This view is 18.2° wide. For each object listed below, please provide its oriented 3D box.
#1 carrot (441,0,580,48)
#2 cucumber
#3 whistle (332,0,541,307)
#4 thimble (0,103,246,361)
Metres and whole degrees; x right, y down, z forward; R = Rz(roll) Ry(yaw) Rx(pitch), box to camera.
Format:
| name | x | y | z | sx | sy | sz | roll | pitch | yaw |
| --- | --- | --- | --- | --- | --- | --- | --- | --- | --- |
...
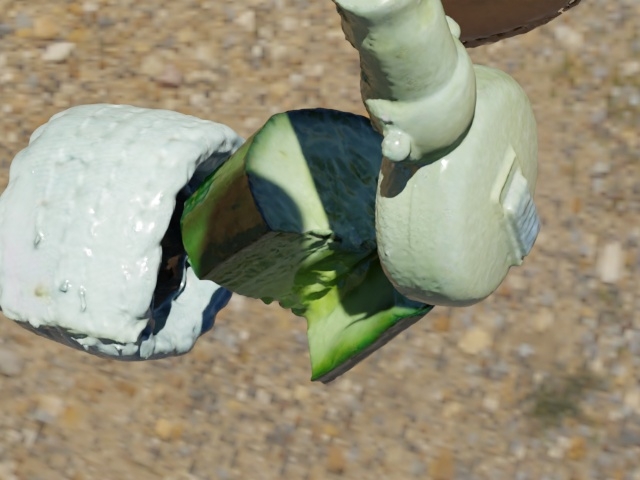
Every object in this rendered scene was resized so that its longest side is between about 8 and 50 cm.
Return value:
| name | x | y | z | sx | sy | sz | roll | pitch | yaw |
| --- | --- | --- | --- | --- | --- | --- | --- | --- | --- |
| carrot | 0.051 | -0.250 | 1.089 | 0.196 | 0.196 | 0.254 | 5 | 69 | -33 |
| cucumber | -0.002 | -0.008 | 1.512 | 0.191 | 0.130 | 0.191 | 32 | 36 | -26 |
| whistle | 0.061 | -0.054 | 0.984 | 0.258 | 0.067 | 0.126 | 63 | 43 | -53 |
| thimble | -0.172 | -0.008 | 1.687 | 0.250 | 0.172 | 0.204 | -55 | 151 | -43 |
